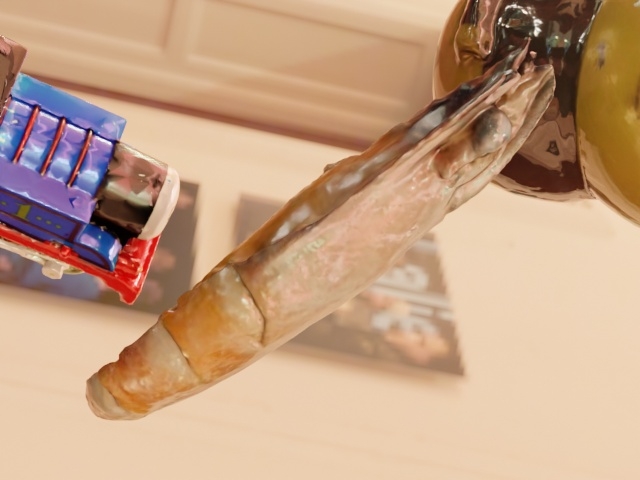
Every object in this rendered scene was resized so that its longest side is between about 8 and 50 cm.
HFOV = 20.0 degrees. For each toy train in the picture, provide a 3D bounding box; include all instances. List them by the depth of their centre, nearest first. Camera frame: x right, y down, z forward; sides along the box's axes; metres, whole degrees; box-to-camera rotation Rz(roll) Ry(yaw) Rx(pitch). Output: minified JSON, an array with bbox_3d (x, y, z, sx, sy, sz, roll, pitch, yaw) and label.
[{"bbox_3d":[-0.179,-0.049,1.061,0.131,0.204,0.082,-46,-157,57],"label":"toy train"}]

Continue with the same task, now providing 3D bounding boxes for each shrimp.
[{"bbox_3d":[0.000,0.000,0.979,0.317,0.062,0.164,-38,-176,15],"label":"shrimp"}]

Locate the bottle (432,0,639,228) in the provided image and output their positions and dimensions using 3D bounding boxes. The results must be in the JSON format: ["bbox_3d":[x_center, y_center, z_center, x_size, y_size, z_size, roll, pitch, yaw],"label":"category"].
[{"bbox_3d":[0.229,-0.077,0.990,0.171,0.351,0.171,-28,123,-53],"label":"bottle"}]
